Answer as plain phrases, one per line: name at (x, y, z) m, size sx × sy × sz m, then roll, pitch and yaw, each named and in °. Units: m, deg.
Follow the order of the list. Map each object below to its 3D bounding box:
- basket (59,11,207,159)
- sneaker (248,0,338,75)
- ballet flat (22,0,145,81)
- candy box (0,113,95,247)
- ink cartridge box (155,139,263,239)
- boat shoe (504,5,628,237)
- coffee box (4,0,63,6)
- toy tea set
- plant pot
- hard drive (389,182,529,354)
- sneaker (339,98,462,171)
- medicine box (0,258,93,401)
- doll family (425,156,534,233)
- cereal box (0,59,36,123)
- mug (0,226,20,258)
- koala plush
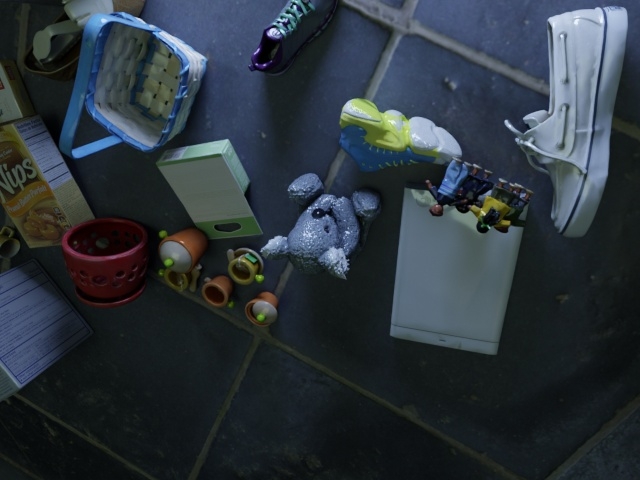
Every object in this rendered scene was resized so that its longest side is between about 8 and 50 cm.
basket at (-0.363, -0.290, 0.870) m, size 0.201 × 0.289 × 0.254 m, roll 31°, pitch 115°, yaw -2°
sneaker at (-0.048, -0.395, 0.833) m, size 0.083 × 0.098 × 0.223 m, roll 40°, pitch 118°, yaw -1°
ballet flat at (-0.504, -0.445, 0.945) m, size 0.343 × 0.124 × 0.116 m, roll -24°, pitch 103°, yaw 25°
candy box at (-0.717, -0.138, 1.138) m, size 0.183 × 0.087 × 0.316 m, roll -5°, pitch 120°, yaw 19°
ink cartridge box at (-0.242, -0.108, 1.044) m, size 0.171 × 0.056 × 0.235 m, roll -5°, pitch 134°, yaw 20°
boat shoe at (0.389, -0.185, 0.761) m, size 0.157 × 0.136 × 0.366 m, roll 4°, pitch 110°, yaw 16°
coffee box at (-0.543, -0.643, 0.753) m, size 0.335 × 0.338 × 0.337 m, roll -19°, pitch 105°, yaw 23°
toy tea set at (-0.252, 0.101, 1.084) m, size 0.336 × 0.124 × 0.199 m, roll 20°, pitch 123°, yaw 9°
plant pot at (-0.523, 0.061, 1.129) m, size 0.191 × 0.191 × 0.174 m, roll 14°, pitch 121°, yaw 12°
hard drive at (0.277, 0.065, 0.951) m, size 0.233 × 0.047 × 0.352 m, roll 8°, pitch 113°, yaw 14°
sneaker at (0.144, -0.180, 0.883) m, size 0.240 × 0.091 × 0.126 m, roll 26°, pitch 136°, yaw 5°
medicine box at (-0.850, 0.242, 1.265) m, size 0.149 × 0.263 × 0.289 m, roll -30°, pitch 100°, yaw 26°
doll family at (0.285, -0.071, 0.828) m, size 0.193 × 0.076 × 0.111 m, roll 30°, pitch 113°, yaw 13°
cereal box at (-0.834, -0.339, 1.138) m, size 0.240 × 0.047 × 0.172 m, roll -5°, pitch 112°, yaw 20°
mug at (-0.912, 0.005, 1.312) m, size 0.064 × 0.078 × 0.062 m, roll 23°, pitch 150°, yaw 17°
koala plush at (0.000, 0.000, 0.914) m, size 0.196 × 0.221 × 0.203 m, roll 15°, pitch 116°, yaw 11°
